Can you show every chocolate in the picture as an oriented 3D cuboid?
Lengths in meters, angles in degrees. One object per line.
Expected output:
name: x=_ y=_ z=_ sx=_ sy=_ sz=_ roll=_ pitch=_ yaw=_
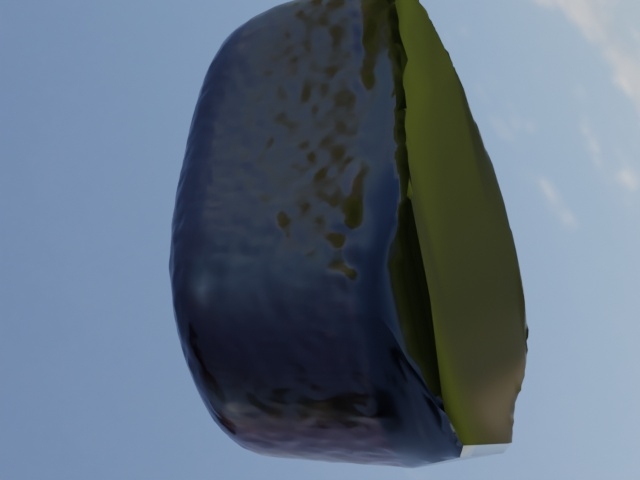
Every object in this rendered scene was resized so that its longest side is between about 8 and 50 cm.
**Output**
chocolate: x=0.000 y=0.000 z=0.487 sx=0.148 sy=0.080 sz=0.125 roll=-61 pitch=-45 yaw=-66
